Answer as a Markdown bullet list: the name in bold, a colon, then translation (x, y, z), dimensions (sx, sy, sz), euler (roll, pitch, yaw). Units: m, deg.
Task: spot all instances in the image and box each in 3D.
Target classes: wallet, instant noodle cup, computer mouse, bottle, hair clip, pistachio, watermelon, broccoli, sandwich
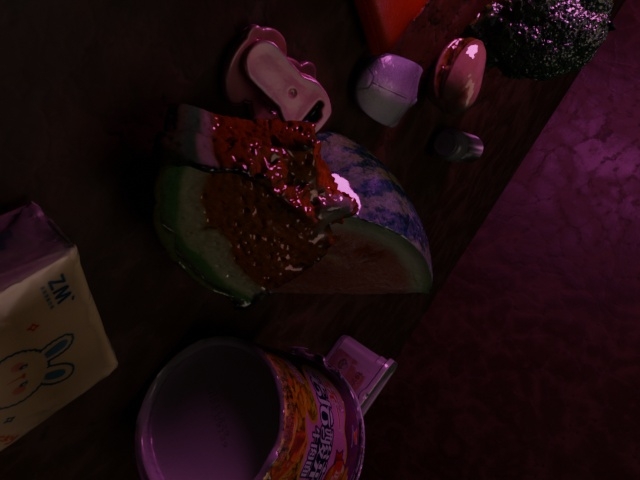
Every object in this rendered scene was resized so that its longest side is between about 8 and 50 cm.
- **wallet**: translation (0.089, -0.354, 0.630), dimensions (0.142, 0.045, 0.204), euler (-53, 157, -1)
- **instant noodle cup**: translation (-0.122, 0.306, 0.796), dimensions (0.340, 0.340, 0.266), euler (-52, 146, -10)
- **computer mouse**: translation (0.127, -0.246, 0.820), dimensions (0.229, 0.068, 0.113), euler (-12, 133, -59)
- **bottle**: translation (0.352, -0.241, 1.271), dimensions (0.096, 0.080, 0.253), euler (-23, 175, 30)
- **hair clip**: translation (-0.061, -0.185, 0.580), dimensions (0.138, 0.102, 0.123), euler (35, 88, -35)
- **pistachio**: translation (0.268, -0.318, 0.953), dimensions (0.113, 0.113, 0.149), euler (-6, 126, -61)
- **watermelon**: translation (0.038, 0.001, 0.751), dimensions (0.283, 0.250, 0.293), euler (10, 109, -60)
- **broccoli**: translation (0.430, -0.453, 0.989), dimensions (0.269, 0.269, 0.254), euler (-48, 160, -18)
- **sandwich**: translation (-0.080, -0.041, 0.541), dimensions (0.212, 0.109, 0.292), euler (-23, 147, 13)

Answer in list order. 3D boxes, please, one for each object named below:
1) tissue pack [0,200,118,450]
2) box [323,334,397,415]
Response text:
- **tissue pack**: translation (-0.276, 0.084, 0.433), dimensions (0.148, 0.092, 0.196), euler (-38, 151, -35)
- **box**: translation (0.072, 0.449, 1.500), dimensions (0.312, 0.182, 0.175), euler (-54, 157, -6)
